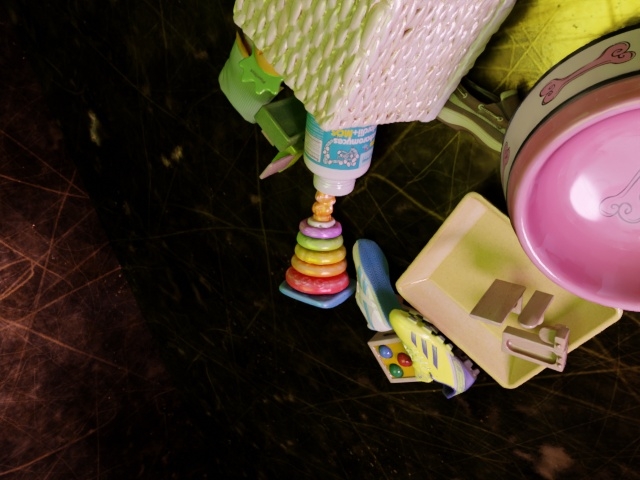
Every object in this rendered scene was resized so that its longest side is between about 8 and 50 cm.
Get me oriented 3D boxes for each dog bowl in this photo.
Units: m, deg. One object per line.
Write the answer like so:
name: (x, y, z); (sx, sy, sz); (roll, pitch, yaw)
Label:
dog bowl: (0.450, -0.071, 0.691); (0.408, 0.150, 0.408); (16, 133, 17)

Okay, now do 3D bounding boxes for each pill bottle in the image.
pill bottle: (0.042, -0.226, 1.044); (0.146, 0.146, 0.264); (29, 134, 26)

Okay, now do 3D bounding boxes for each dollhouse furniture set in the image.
dollhouse furniture set: (0.362, 0.181, 0.918); (0.144, 0.123, 0.151); (16, 126, 35)
dollhouse furniture set: (-0.159, -0.313, 1.165); (0.301, 0.151, 0.197); (52, 139, 2)

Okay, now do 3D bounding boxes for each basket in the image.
basket: (0.080, -0.392, 0.766); (0.328, 0.266, 0.331); (54, 139, 20)

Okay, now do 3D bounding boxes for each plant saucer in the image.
plant saucer: (0.359, 0.098, 1.019); (0.333, 0.081, 0.333); (42, 137, 12)

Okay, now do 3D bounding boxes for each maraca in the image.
maraca: (-0.087, -0.386, 1.049); (0.127, 0.185, 0.099); (41, 178, 9)

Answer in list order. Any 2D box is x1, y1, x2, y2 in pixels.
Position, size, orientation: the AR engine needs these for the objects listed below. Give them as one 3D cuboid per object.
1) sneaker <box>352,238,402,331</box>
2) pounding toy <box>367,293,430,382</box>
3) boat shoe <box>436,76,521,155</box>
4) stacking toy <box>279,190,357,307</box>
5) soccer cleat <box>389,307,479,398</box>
sneaker: (0.119, 0.108, 1.212); (0.092, 0.087, 0.228); (-28, 75, 51)
pounding toy: (0.207, 0.243, 1.247); (0.181, 0.094, 0.206); (-22, 101, 48)
boat shoe: (0.307, -0.208, 0.853); (0.257, 0.095, 0.095); (34, 129, 22)
stacking toy: (0.000, 0.000, 1.252); (0.166, 0.175, 0.301); (18, 116, 31)
soccer cleat: (0.243, 0.263, 1.140); (0.289, 0.121, 0.093); (42, -173, -24)
